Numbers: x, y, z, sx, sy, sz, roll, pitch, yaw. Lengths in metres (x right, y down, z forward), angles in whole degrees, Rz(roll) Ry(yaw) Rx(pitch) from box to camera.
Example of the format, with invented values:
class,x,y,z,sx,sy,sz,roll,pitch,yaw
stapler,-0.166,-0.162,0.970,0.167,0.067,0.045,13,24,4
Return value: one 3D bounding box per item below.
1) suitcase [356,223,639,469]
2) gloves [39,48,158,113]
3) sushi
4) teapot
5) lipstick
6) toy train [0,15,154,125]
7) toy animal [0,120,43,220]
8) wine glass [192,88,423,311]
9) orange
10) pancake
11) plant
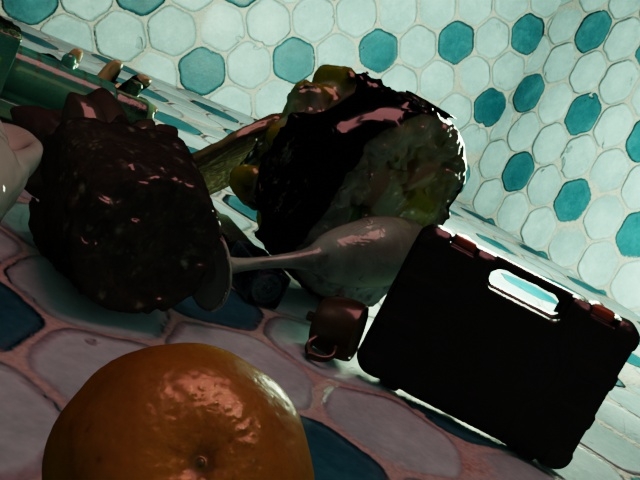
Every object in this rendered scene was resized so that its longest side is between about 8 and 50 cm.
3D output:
class,x,y,z,sx,sy,sz,roll,pitch,yaw
suitcase,0.209,0.126,0.987,0.286,0.206,0.066,27,8,3
gloves,-0.427,-0.256,1.426,0.301,0.152,0.197,3,15,12
sushi,0.016,-0.100,1.219,0.285,0.327,0.329,42,19,34
teapot,0.012,0.107,1.003,0.068,0.076,0.121,19,39,15
lipstick,-0.126,0.006,1.188,0.051,0.051,0.312,19,13,-29
toy train,-0.371,-0.173,1.103,0.298,0.194,0.120,19,12,-31
toy animal,-0.355,-0.111,0.648,0.357,0.194,0.258,48,-5,19
wine glass,0.029,-0.037,0.948,0.310,0.264,0.096,-5,49,-37
orange,-0.084,0.141,0.489,0.159,0.158,0.136,24,-29,-7
pancake,-0.153,-0.130,1.339,0.031,0.250,0.250,58,17,6
plant,-0.239,-0.054,0.908,0.194,0.181,0.321,12,16,-32
